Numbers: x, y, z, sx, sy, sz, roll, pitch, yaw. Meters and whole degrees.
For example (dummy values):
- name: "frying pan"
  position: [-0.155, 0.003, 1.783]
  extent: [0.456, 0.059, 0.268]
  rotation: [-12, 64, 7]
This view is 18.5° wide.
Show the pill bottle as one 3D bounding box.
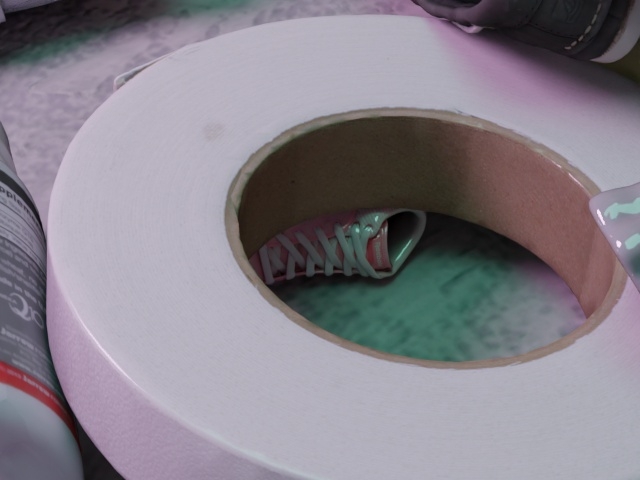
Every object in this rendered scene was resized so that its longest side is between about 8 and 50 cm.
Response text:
- name: "pill bottle"
  position: [-0.224, 0.042, 1.062]
  extent: [0.161, 0.161, 0.283]
  rotation: [-16, 43, -3]

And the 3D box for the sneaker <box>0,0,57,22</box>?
- name: "sneaker"
  position: [-0.284, -0.155, 1.311]
  extent: [0.365, 0.137, 0.210]
  rotation: [-5, 44, 16]

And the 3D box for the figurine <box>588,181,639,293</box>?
- name: "figurine"
  position: [0.251, 0.002, 0.864]
  extent: [0.209, 0.092, 0.215]
  rotation: [-32, 43, 7]

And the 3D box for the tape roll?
- name: "tape roll"
  position: [0.050, 0.017, 1.014]
  extent: [0.392, 0.072, 0.392]
  rotation: [4, 40, -3]

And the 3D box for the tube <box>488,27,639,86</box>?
- name: "tube"
  position: [0.190, -0.090, 1.156]
  extent: [0.240, 0.070, 0.062]
  rotation: [38, 105, 44]

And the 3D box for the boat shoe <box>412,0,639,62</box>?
- name: "boat shoe"
  position: [0.076, -0.195, 1.164]
  extent: [0.095, 0.112, 0.335]
  rotation: [8, 19, -28]

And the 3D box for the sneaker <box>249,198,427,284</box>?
- name: "sneaker"
  position: [0.000, 0.000, 1.131]
  extent: [0.134, 0.051, 0.070]
  rotation: [-25, 39, -18]
